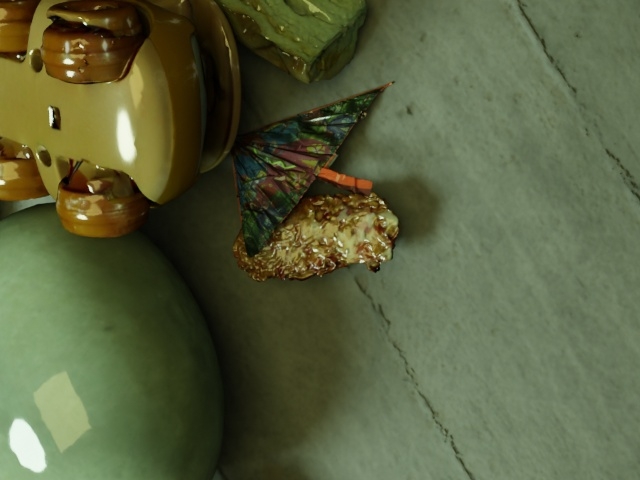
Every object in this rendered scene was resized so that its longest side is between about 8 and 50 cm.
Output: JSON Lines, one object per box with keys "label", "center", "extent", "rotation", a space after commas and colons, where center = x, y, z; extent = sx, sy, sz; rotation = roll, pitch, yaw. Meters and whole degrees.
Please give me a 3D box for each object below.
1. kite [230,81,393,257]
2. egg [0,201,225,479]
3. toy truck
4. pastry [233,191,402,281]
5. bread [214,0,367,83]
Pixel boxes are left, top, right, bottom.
{"label": "kite", "center": [-0.020, -0.081, 1.189], "extent": [0.189, 0.009, 0.232], "rotation": [24, 72, 34]}
{"label": "egg", "center": [-0.226, 0.130, 1.143], "extent": [0.258, 0.258, 0.352], "rotation": [-22, 75, 13]}
{"label": "toy truck", "center": [-0.207, -0.137, 1.121], "extent": [0.288, 0.211, 0.204], "rotation": [16, 115, 38]}
{"label": "pastry", "center": [0.000, -0.003, 1.190], "extent": [0.169, 0.063, 0.087], "rotation": [-6, 82, 11]}
{"label": "bread", "center": [-0.061, -0.252, 1.193], "extent": [0.232, 0.088, 0.128], "rotation": [42, 65, 8]}
